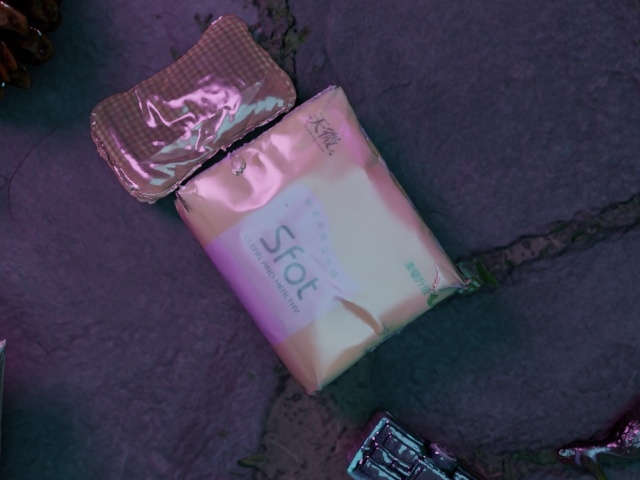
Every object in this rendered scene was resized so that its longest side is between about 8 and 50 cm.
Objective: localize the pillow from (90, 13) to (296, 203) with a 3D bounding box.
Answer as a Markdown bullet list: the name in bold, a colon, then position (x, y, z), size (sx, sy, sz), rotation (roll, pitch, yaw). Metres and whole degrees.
- **pillow**: position (-0.138, -0.139, 1.087), size (0.211, 0.034, 0.135), rotation (-36, 78, -4)

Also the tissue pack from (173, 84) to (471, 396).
- **tissue pack**: position (0.000, 0.000, 1.081), size (0.215, 0.123, 0.257), rotation (-35, 88, -2)

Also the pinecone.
- **pinecone**: position (-0.344, -0.240, 1.001), size (0.207, 0.208, 0.208), rotation (0, 93, -6)

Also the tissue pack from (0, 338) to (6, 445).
- **tissue pack**: position (-0.507, 0.227, 0.965), size (0.380, 0.207, 0.297), rotation (10, 115, -7)

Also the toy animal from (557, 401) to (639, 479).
- **toy animal**: position (0.368, 0.219, 1.172), size (0.202, 0.070, 0.105), rotation (-21, 84, 0)

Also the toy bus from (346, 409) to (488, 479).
- **toy bus**: position (0.152, 0.286, 1.120), size (0.261, 0.109, 0.091), rotation (35, 91, -5)
